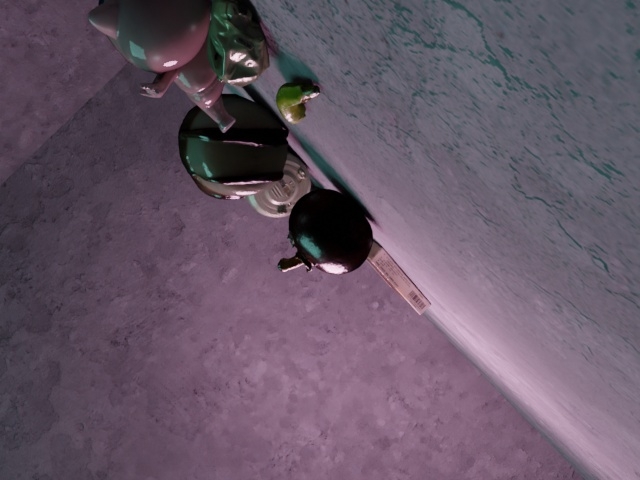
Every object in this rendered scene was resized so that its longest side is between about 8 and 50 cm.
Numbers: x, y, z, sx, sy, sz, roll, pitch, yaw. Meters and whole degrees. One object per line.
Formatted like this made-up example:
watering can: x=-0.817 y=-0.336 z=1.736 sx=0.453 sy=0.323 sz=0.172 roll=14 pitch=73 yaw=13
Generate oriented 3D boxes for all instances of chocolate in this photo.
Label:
chocolate: x=-0.193 y=-0.224 z=1.202 sx=0.186 sy=0.283 sz=0.283 roll=17 pitch=158 yaw=49

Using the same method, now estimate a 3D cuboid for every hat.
hat: x=-0.120 y=-0.263 z=0.636 sx=0.122 sy=0.081 sz=0.166 roll=49 pitch=-172 yaw=-41

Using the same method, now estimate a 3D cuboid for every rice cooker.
rice cooker: x=-0.154 y=-0.202 z=1.560 sx=0.226 sy=0.226 sz=0.244 roll=46 pitch=179 yaw=-28

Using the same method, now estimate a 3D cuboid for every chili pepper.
chili pepper: x=-0.038 y=-0.198 z=0.684 sx=0.048 sy=0.043 sz=0.208 roll=59 pitch=178 yaw=-8

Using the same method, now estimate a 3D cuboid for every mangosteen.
mangosteen: x=0.000 y=0.000 z=1.259 sx=0.235 sy=0.261 sz=0.235 roll=48 pitch=180 yaw=0

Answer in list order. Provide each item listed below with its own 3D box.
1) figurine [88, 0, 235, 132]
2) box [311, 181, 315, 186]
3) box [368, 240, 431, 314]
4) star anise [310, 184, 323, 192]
figurine: x=-0.222 y=-0.300 z=0.750 sx=0.186 sy=0.176 sz=0.287 roll=40 pitch=-174 yaw=28
box: x=-0.119 y=-0.249 z=1.873 sx=0.215 sy=0.086 sz=0.215 roll=46 pitch=-179 yaw=31
box: x=0.243 y=0.106 z=1.762 sx=0.353 sy=0.069 sz=0.214 roll=48 pitch=179 yaw=-34
star anise: x=0.016 y=-0.060 z=1.734 sx=0.332 sy=0.118 sz=0.331 roll=-20 pitch=-90 yaw=-88
